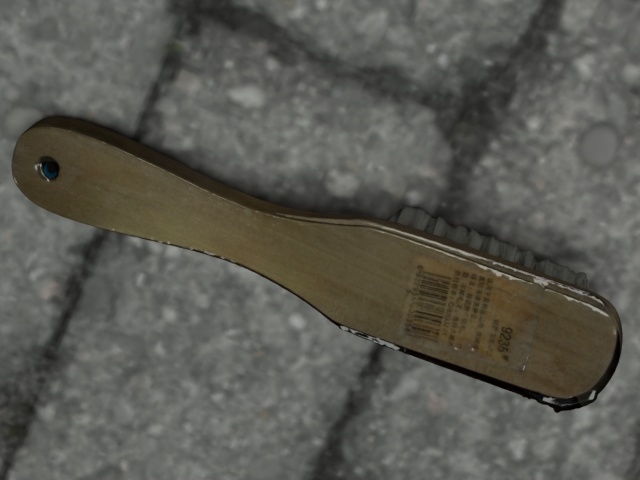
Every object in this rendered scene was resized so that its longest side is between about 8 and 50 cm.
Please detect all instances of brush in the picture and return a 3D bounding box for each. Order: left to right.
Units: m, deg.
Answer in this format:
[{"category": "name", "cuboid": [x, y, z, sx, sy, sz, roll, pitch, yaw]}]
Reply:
[{"category": "brush", "cuboid": [0.000, 0.000, 0.925, 0.328, 0.065, 0.070, 19, 117, 3]}]
